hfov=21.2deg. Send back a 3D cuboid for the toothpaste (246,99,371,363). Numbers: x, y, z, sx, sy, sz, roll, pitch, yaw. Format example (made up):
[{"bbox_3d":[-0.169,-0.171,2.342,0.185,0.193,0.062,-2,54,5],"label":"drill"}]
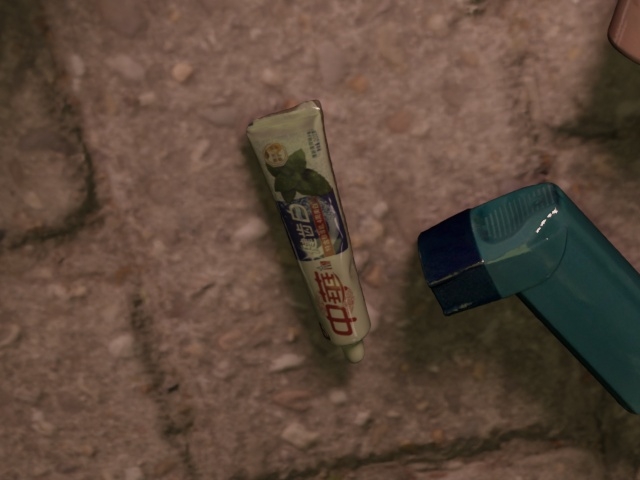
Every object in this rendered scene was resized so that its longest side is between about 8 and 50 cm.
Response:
[{"bbox_3d":[0.000,0.000,1.315,0.060,0.038,0.233,-14,120,6],"label":"toothpaste"}]

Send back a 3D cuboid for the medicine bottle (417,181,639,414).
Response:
[{"bbox_3d":[0.196,0.057,1.329,0.124,0.079,0.258,-40,116,19],"label":"medicine bottle"}]

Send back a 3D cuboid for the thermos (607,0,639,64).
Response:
[{"bbox_3d":[0.284,-0.212,1.151,0.137,0.105,0.193,-2,121,-30],"label":"thermos"}]
